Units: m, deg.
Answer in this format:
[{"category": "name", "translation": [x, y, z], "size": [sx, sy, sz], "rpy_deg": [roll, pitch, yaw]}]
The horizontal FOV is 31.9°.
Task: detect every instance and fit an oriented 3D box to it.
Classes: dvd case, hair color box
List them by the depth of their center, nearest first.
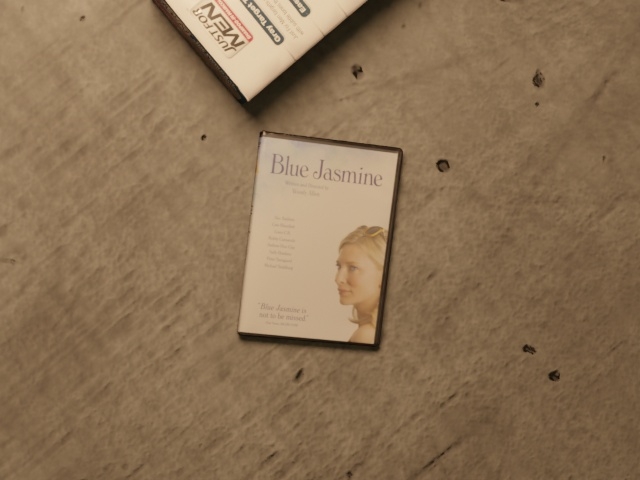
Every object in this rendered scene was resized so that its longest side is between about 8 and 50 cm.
[{"category": "hair color box", "translation": [-0.014, -0.336, 1.309], "size": [0.347, 0.105, 0.174], "rpy_deg": [-41, 100, -5]}, {"category": "dvd case", "translation": [0.000, 0.000, 1.384], "size": [0.180, 0.022, 0.253], "rpy_deg": [6, 94, -10]}]
